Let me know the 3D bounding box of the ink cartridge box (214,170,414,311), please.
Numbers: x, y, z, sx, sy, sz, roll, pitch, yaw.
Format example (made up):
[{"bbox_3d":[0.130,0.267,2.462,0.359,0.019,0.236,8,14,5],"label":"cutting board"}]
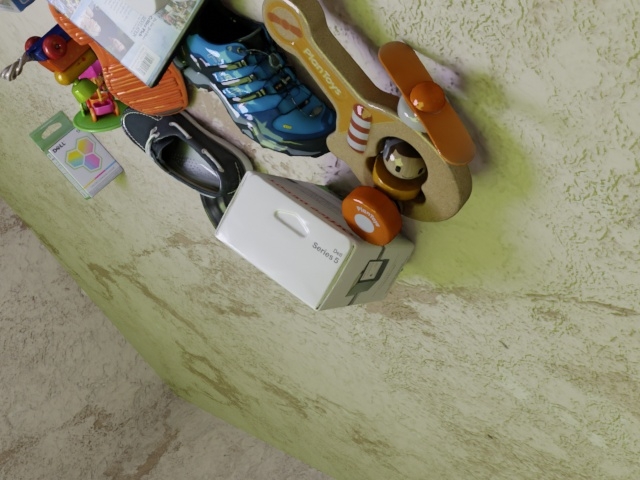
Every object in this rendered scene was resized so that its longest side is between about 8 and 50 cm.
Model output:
[{"bbox_3d":[0.000,0.000,1.212,0.198,0.115,0.273,34,-167,20],"label":"ink cartridge box"}]

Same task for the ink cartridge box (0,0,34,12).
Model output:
[{"bbox_3d":[-0.623,-0.579,1.305,0.270,0.151,0.395,19,155,41],"label":"ink cartridge box"}]

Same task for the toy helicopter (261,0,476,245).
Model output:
[{"bbox_3d":[0.060,-0.169,0.989,0.355,0.140,0.235,50,153,-9],"label":"toy helicopter"}]

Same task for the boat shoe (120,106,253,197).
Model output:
[{"bbox_3d":[-0.268,-0.175,1.496,0.302,0.091,0.114,25,123,22],"label":"boat shoe"}]

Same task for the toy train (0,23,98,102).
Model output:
[{"bbox_3d":[-0.461,-0.303,1.439,0.105,0.248,0.143,13,147,48],"label":"toy train"}]

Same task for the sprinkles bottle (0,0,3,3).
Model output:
[{"bbox_3d":[-0.498,-0.420,1.199,0.355,0.121,0.121,-33,108,20],"label":"sprinkles bottle"}]

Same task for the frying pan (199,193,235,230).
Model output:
[{"bbox_3d":[-0.213,-0.102,1.620,0.326,0.053,0.197,50,151,8],"label":"frying pan"}]

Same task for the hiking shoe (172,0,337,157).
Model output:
[{"bbox_3d":[-0.091,-0.232,1.143,0.304,0.113,0.132,35,149,8],"label":"hiking shoe"}]

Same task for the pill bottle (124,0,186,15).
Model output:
[{"bbox_3d":[-0.164,-0.354,0.968,0.108,0.180,0.108,35,155,19],"label":"pill bottle"}]

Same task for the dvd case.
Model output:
[{"bbox_3d":[-0.288,-0.359,1.117,0.253,0.022,0.180,40,123,-3],"label":"dvd case"}]

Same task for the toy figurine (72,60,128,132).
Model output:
[{"bbox_3d":[-0.452,-0.324,1.595,0.173,0.130,0.159,-127,24,-49],"label":"toy figurine"}]

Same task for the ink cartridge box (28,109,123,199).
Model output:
[{"bbox_3d":[-0.597,-0.213,1.964,0.209,0.109,0.062,51,155,-16],"label":"ink cartridge box"}]

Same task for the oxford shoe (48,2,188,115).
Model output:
[{"bbox_3d":[-0.317,-0.343,1.342,0.130,0.132,0.363,-11,151,9],"label":"oxford shoe"}]
